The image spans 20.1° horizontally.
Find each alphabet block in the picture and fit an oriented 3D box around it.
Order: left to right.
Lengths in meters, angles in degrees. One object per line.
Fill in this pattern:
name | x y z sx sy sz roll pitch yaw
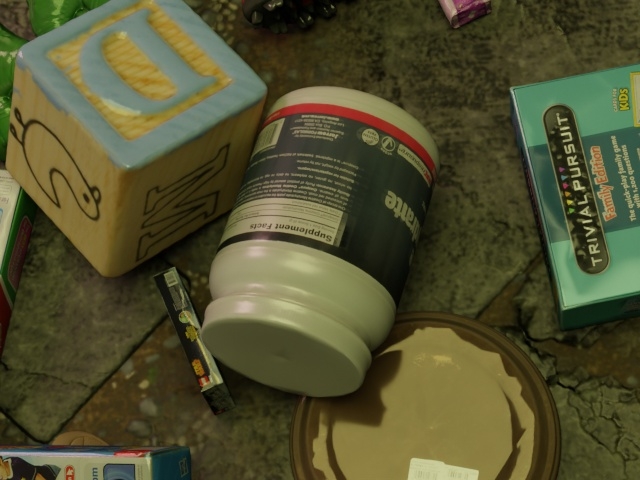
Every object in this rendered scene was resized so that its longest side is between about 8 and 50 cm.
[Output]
alphabet block | -0.193 -0.115 1.870 0.193 0.197 0.192 -31 66 -30

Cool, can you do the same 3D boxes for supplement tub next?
supplement tub | 0.000 0.000 1.820 0.191 0.191 0.272 13 64 11

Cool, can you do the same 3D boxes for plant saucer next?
plant saucer | 0.105 0.198 1.832 0.278 0.041 0.278 -2 70 5

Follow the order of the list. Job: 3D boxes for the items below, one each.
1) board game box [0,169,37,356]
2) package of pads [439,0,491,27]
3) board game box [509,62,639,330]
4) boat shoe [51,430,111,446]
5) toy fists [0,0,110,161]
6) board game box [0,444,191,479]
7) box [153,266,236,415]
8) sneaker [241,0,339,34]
board game box | -0.454 0.068 1.930 0.242 0.064 0.316 8 71 9
package of pads | 0.151 -0.282 2.009 0.050 0.032 0.083 -25 69 0
board game box | 0.387 -0.065 1.876 0.336 0.079 0.253 -11 69 3
boat shoe | -0.199 0.324 1.788 0.103 0.092 0.285 -14 64 -48
toy fists | -0.294 -0.211 1.962 0.142 0.096 0.279 42 101 1
board game box | -0.271 0.346 1.705 0.302 0.086 0.308 -1 89 22
box | -0.129 0.105 1.864 0.027 0.094 0.137 -24 68 -2
sneaker | 0.009 -0.342 2.013 0.276 0.097 0.135 -38 70 -10
